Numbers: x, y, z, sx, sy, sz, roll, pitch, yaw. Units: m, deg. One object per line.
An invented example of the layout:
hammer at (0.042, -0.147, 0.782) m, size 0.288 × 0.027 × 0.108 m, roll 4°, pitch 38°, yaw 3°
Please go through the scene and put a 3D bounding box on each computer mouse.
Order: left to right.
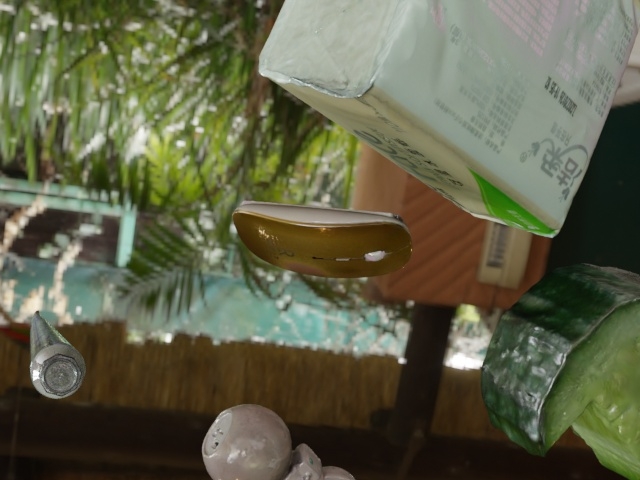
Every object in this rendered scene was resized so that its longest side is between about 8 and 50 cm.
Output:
computer mouse at (0.000, 0.000, 1.398) m, size 0.245 × 0.056 × 0.126 m, roll 6°, pitch 147°, yaw 13°

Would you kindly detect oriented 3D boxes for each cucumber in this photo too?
cucumber at (0.251, 0.113, 0.899) m, size 0.191 × 0.191 × 0.130 m, roll 7°, pitch -169°, yaw -13°

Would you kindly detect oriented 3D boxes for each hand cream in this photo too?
hand cream at (-0.310, 0.137, 1.207) m, size 0.058 × 0.091 × 0.271 m, roll -15°, pitch -173°, yaw -17°

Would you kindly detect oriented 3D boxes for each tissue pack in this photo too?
tissue pack at (0.166, -0.234, 1.198) m, size 0.205 × 0.332 × 0.405 m, roll 18°, pitch 173°, yaw 44°

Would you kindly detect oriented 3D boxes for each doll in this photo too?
doll at (-0.050, 0.375, 1.687) m, size 0.287 × 0.151 × 0.151 m, roll 35°, pitch -177°, yaw -18°
